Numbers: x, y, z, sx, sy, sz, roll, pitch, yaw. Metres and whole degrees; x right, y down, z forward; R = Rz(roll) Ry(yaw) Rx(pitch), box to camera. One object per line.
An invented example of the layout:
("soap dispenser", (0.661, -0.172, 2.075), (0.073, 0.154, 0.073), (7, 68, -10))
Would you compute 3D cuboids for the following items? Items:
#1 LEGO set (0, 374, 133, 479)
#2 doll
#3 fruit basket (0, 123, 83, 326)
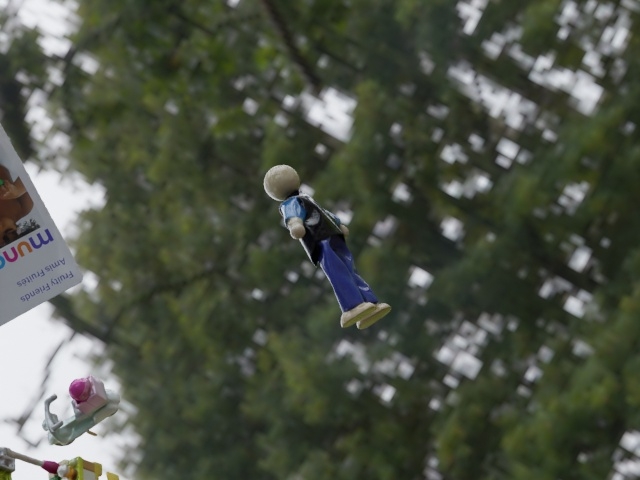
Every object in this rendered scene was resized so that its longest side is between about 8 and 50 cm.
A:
("LEGO set", (-0.198, 0.240, 1.505), (0.132, 0.287, 0.107), (-47, -46, 16))
("doll", (0.000, 0.000, 1.871), (0.046, 0.189, 0.129), (-37, -19, 19))
("fruit basket", (-0.464, -0.035, 1.863), (0.327, 0.353, 0.165), (-28, -17, -9))
